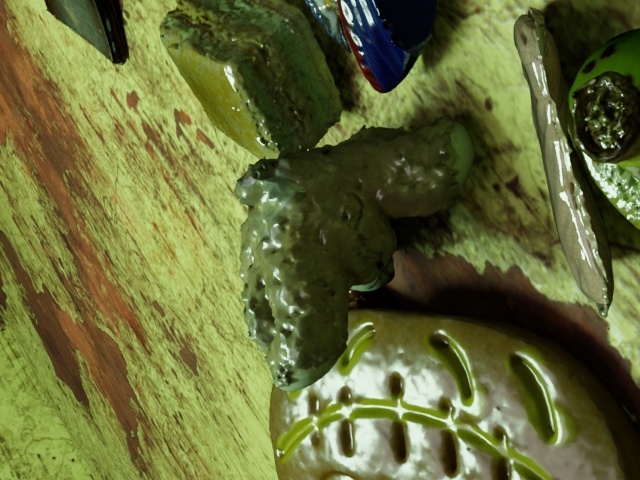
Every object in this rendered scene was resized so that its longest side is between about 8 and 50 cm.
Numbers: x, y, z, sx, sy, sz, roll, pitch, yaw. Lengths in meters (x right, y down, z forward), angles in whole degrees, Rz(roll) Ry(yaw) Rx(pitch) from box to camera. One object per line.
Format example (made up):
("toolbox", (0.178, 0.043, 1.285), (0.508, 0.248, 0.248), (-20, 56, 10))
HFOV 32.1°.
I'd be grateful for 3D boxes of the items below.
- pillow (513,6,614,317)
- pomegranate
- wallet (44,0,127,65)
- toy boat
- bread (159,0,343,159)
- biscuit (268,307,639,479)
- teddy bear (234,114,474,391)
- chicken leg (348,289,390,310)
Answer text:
("pillow", (0.170, -0.057, 0.775), (0.135, 0.034, 0.211), (-66, -39, -69))
("pomegranate", (0.211, -0.071, 0.641), (0.169, 0.122, 0.143), (37, -166, -52))
("wallet", (-0.333, -0.331, 1.517), (0.232, 0.031, 0.122), (41, 149, 43))
("toy boat", (0.004, -0.269, 0.945), (0.318, 0.072, 0.219), (55, 156, 39))
("bread", (-0.075, -0.167, 1.085), (0.196, 0.102, 0.138), (36, 159, 46))
("biscuit", (0.110, 0.231, 1.005), (0.394, 0.070, 0.350), (-4, 98, 41))
("teddy bear", (0.000, 0.000, 0.994), (0.156, 0.267, 0.256), (35, 169, 4))
("chicken leg", (0.105, 0.146, 1.086), (0.304, 0.093, 0.113), (34, 130, 39))
